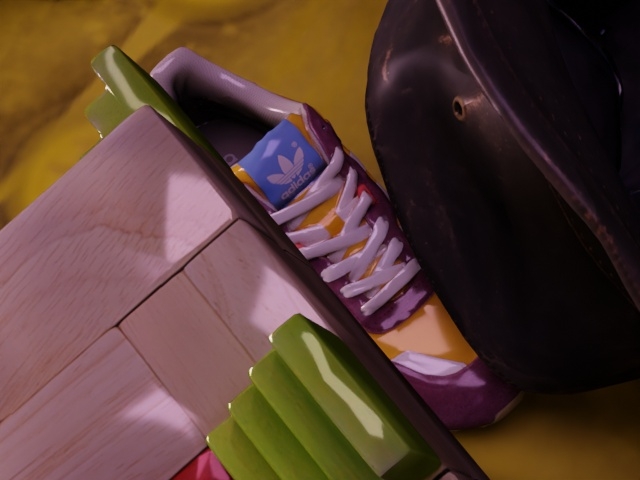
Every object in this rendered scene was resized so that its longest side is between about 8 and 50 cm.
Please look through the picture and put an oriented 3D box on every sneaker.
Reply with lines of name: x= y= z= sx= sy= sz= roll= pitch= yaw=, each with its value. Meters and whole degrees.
sneaker: x=0.000 y=0.000 z=0.651 sx=0.185 sy=0.084 sz=0.069 roll=36 pitch=72 yaw=25

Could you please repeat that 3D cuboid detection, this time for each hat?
hat: x=0.097 y=-0.039 z=0.605 sx=0.134 sy=0.331 sz=0.331 roll=-30 pitch=52 yaw=35

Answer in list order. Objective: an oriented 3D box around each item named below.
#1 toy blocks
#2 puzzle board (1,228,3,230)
toy blocks: x=-0.051 y=0.156 z=0.532 sx=0.261 sy=0.191 sz=0.381 roll=-41 pitch=72 yaw=3
puzzle board: x=-0.089 y=0.034 z=0.690 sx=0.096 sy=0.011 sz=0.128 roll=-39 pitch=62 yaw=-12
